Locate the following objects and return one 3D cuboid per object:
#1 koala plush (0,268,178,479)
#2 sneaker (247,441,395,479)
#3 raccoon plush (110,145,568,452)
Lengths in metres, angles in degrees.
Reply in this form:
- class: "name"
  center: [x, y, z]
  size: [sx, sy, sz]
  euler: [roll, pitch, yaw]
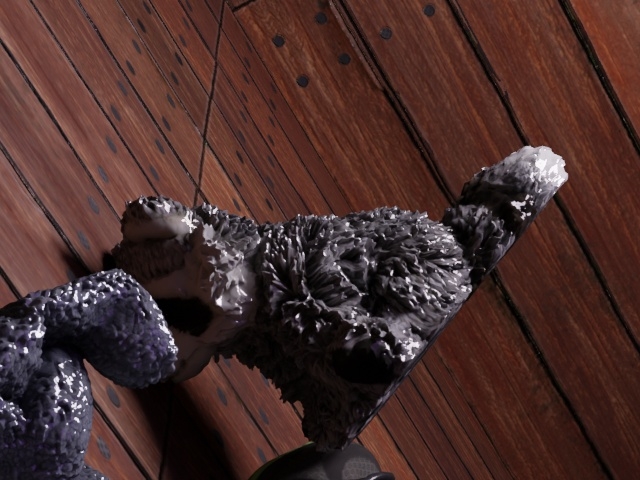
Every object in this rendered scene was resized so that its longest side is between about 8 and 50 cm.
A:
- class: "koala plush"
  center: [-0.174, 0.159, 0.973]
  size: [0.221, 0.196, 0.203]
  euler: [64, 23, 4]
- class: "sneaker"
  center: [0.026, 0.296, 1.470]
  size: [0.185, 0.202, 0.483]
  euler: [62, 11, -10]
- class: "raccoon plush"
  center: [0.000, 0.000, 1.613]
  size: [0.299, 0.216, 0.446]
  euler: [39, 49, 7]
